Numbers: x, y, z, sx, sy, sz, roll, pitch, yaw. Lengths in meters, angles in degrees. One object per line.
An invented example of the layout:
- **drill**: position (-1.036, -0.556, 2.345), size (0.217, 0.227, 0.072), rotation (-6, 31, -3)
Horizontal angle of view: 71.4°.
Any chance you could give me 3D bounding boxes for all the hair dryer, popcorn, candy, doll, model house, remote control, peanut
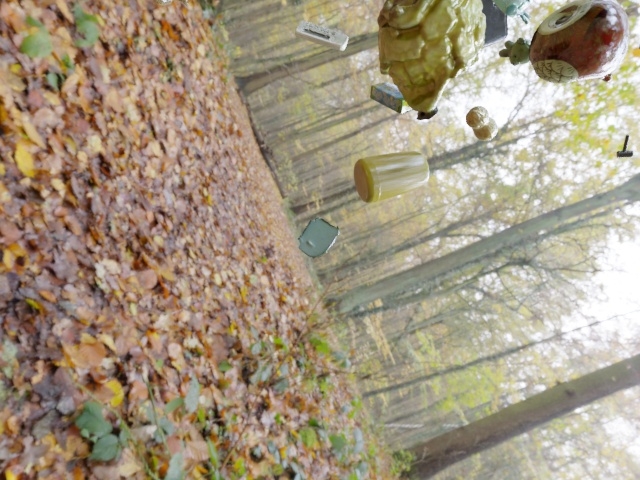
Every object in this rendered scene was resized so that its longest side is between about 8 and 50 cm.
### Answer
- **hair dryer**: position (1.065, -0.330, 1.550), size (0.026, 0.047, 0.083), rotation (-65, 150, -60)
- **popcorn**: position (0.251, -0.496, 1.067), size (0.237, 0.293, 0.293), rotation (35, 18, -31)
- **candy**: position (0.304, -0.594, 1.848), size (0.194, 0.097, 0.062), rotation (42, -36, 38)
- **doll**: position (0.612, -0.574, 1.384), size (0.115, 0.077, 0.150), rotation (30, 13, -10)
- **model house**: position (0.000, 0.000, 1.675), size (0.120, 0.148, 0.149), rotation (31, -2, 13)
- **remote control**: position (0.006, -0.904, 1.975), size (0.049, 0.231, 0.090), rotation (102, 10, -64)
- **peanut**: position (0.639, -0.464, 1.765), size (0.103, 0.098, 0.230), rotation (22, 1, 42)

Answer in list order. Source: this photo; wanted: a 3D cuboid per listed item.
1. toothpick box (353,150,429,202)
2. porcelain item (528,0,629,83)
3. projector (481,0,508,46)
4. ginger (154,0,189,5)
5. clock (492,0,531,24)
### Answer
- **toothpick box**: position (0.280, -0.254, 1.721), size (0.175, 0.272, 0.174), rotation (166, -90, -79)
- **porcelain item**: position (0.700, -0.507, 1.191), size (0.253, 0.253, 0.252), rotation (159, -90, -88)
- **projector**: position (0.609, -1.062, 2.019), size (0.405, 0.242, 0.394), rotation (40, -29, 60)
- **ginger**: position (-0.451, -0.788, 1.319), size (0.059, 0.133, 0.214), rotation (49, -28, 14)
- **clock**: position (0.626, -0.805, 1.465), size (0.211, 0.066, 0.159), rotation (42, 48, -9)
